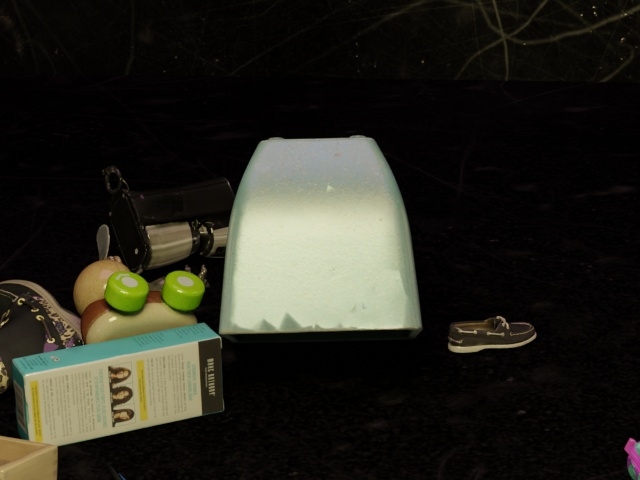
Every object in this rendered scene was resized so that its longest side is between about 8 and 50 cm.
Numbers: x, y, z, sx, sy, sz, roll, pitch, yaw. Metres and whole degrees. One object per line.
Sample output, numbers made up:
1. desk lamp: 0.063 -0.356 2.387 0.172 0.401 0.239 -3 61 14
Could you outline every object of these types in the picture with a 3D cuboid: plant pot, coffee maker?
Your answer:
1. plant pot: 0.000 0.000 2.022 0.247 0.252 0.247 -1 -7 1
2. coffee maker: -0.223 -0.044 2.428 0.178 0.171 0.120 -12 4 -33

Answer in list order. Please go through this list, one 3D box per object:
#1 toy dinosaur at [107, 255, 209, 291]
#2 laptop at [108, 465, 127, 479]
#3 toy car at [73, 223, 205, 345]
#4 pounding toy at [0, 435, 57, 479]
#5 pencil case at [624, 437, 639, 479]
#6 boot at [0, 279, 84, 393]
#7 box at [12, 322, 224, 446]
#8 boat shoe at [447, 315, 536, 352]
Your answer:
1. toy dinosaur: -0.222 0.075 2.243 0.118 0.064 0.268 -25 26 -19
2. laptop: -0.035 0.286 1.461 0.264 0.137 0.234 -9 20 -22
3. toy car: -0.251 0.073 1.990 0.149 0.155 0.188 0 35 -33
4. pounding toy: -0.367 0.268 1.642 0.130 0.100 0.141 6 9 20
5. pencil case: 0.357 0.258 1.627 0.070 0.064 0.152 23 17 -5
6. boot: -0.419 0.127 2.045 0.178 0.085 0.236 -16 30 -41
7. box: -0.239 0.172 1.881 0.244 0.101 0.060 -9 20 -23
8. boat shoe: 0.229 0.120 2.096 0.125 0.038 0.046 -6 19 -13
